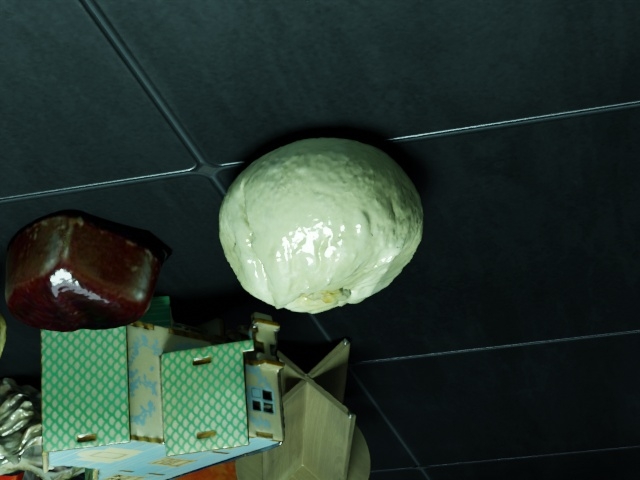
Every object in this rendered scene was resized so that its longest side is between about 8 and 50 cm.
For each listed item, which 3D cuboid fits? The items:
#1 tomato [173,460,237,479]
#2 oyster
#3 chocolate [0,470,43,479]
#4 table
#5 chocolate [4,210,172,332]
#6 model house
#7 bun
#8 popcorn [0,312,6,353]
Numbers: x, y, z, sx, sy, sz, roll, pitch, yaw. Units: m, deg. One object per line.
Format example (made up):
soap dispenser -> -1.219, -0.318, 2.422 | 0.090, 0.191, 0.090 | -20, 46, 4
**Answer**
tomato -> -0.210, 0.345, 1.532 | 0.308, 0.309, 0.170 | -9, 141, 15
oyster -> -0.362, 0.229, 1.451 | 0.351, 0.115, 0.238 | 0, 164, 8
chocolate -> -0.567, 0.382, 1.690 | 0.341, 0.162, 0.360 | 1, 155, -5
table -> -0.018, 0.209, 1.397 | 0.167, 0.167, 0.227 | -1, 146, -3
chocolate -> -0.208, 0.035, 1.075 | 0.148, 0.080, 0.125 | 2, 155, -5
model house -> -0.188, 0.144, 1.188 | 0.271, 0.178, 0.206 | -21, 155, 41
bun -> 0.000, 0.000, 0.978 | 0.164, 0.111, 0.188 | 6, 151, -23
popcorn -> -0.389, 0.094, 1.077 | 0.190, 0.191, 0.253 | -46, 144, 7
